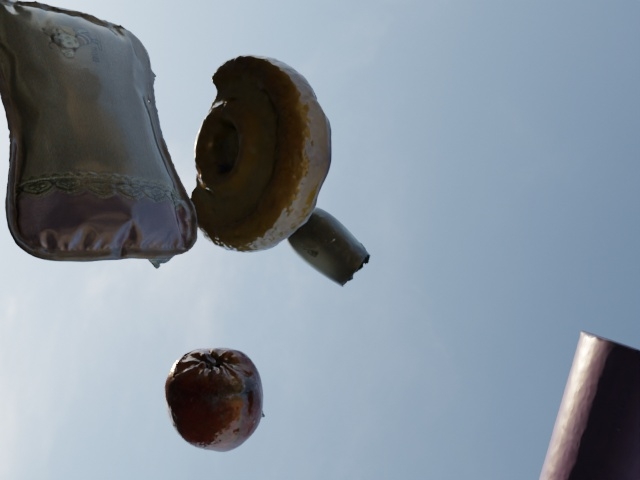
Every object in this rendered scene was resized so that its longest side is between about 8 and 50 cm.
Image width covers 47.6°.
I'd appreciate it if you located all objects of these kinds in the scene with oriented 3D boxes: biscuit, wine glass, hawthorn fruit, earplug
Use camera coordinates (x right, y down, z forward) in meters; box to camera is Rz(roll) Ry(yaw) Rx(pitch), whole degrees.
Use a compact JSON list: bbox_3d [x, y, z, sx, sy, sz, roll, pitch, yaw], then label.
[{"bbox_3d":[-0.086,-0.117,0.987,0.213,0.091,0.274,10,-89,41],"label":"biscuit"},{"bbox_3d":[0.000,0.000,1.479,0.204,0.111,0.111,40,-67,9],"label":"wine glass"},{"bbox_3d":[-0.173,0.264,1.202,0.173,0.173,0.173,-9,-104,42],"label":"hawthorn fruit"},{"bbox_3d":[0.470,0.394,1.212,0.215,0.215,0.456,20,-91,43],"label":"earplug"}]

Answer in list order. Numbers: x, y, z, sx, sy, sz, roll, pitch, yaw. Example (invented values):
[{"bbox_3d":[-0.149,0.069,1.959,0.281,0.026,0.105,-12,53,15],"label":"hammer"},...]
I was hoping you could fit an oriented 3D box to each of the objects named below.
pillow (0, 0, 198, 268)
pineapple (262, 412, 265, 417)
[{"bbox_3d":[-0.165,-0.083,0.516,0.038,0.130,0.233,-48,-129,45],"label":"pillow"},{"bbox_3d":[-0.206,0.347,1.557,0.193,0.166,0.166,16,-86,20],"label":"pineapple"}]
